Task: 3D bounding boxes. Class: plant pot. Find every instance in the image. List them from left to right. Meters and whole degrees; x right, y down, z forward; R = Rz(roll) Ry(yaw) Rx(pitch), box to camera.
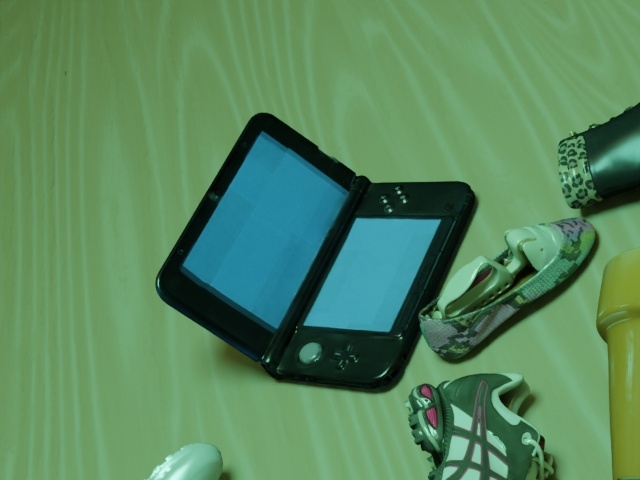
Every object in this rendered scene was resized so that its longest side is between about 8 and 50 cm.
[{"bbox_3d":[0.326,0.128,1.020,0.205,0.205,0.188,0,66,37],"label":"plant pot"}]

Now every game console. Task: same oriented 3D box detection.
[{"bbox_3d":[0.000,0.000,1.400,0.250,0.173,0.293,1,52,38],"label":"game console"}]

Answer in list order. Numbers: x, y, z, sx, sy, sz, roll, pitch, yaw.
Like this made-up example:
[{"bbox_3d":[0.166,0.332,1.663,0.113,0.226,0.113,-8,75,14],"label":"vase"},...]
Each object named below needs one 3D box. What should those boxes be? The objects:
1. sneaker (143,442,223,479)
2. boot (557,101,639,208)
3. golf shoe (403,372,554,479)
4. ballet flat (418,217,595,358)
[{"bbox_3d":[-0.168,0.323,1.282,0.094,0.090,0.235,26,72,35],"label":"sneaker"},{"bbox_3d":[0.355,-0.140,1.348,0.178,0.085,0.236,-17,41,28],"label":"boot"},{"bbox_3d":[0.159,0.222,1.111,0.120,0.105,0.273,-21,41,8],"label":"golf shoe"},{"bbox_3d":[0.197,0.036,1.288,0.221,0.079,0.077,-38,37,-3],"label":"ballet flat"}]
